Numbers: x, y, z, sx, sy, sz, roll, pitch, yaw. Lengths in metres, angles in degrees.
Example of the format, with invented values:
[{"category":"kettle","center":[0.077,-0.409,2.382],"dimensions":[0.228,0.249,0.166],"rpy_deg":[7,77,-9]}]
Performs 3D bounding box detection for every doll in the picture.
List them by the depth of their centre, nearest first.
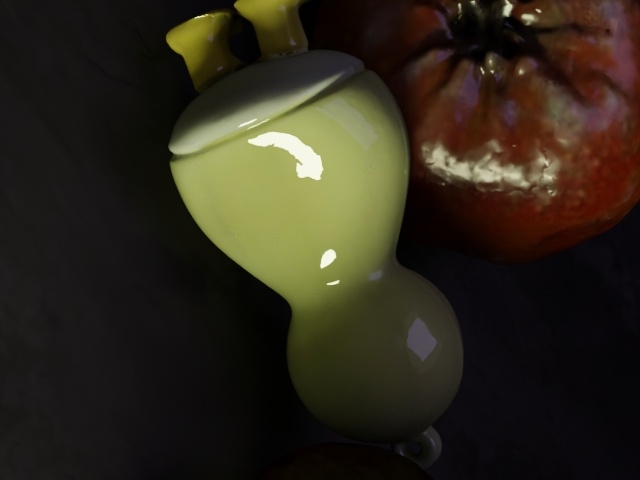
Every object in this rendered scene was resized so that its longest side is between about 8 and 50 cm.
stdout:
[{"category":"doll","center":[0.003,-0.003,1.113],"dimensions":[0.296,0.141,0.117],"rpy_deg":[66,19,-11]}]

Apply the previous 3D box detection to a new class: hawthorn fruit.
[{"category":"hawthorn fruit","center":[0.117,-0.094,1.247],"dimensions":[0.272,0.241,0.242],"rpy_deg":[58,30,-70]}]

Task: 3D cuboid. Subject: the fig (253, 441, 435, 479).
[{"category":"fig","center":[0.023,0.187,1.006],"dimensions":[0.145,0.274,0.170],"rpy_deg":[4,79,-10]}]
